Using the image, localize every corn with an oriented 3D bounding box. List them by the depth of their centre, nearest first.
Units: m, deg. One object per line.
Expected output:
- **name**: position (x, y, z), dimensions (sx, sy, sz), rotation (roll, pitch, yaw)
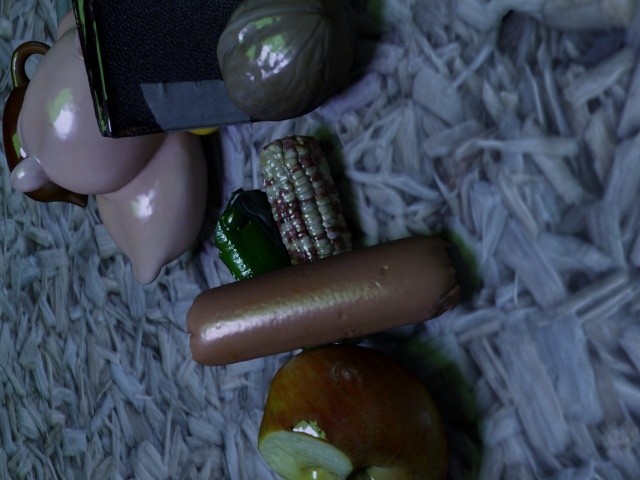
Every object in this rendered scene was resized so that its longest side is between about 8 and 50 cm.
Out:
- **corn**: position (0.000, 0.000, 1.056), dimensions (0.079, 0.080, 0.237), rotation (-30, 78, 48)

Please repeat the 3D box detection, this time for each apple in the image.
- **apple**: position (0.037, 0.190, 0.980), dimensions (0.195, 0.160, 0.173), rotation (46, 164, -25)

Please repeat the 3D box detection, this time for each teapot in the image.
- **teapot**: position (-0.389, -0.166, 1.437), dimensions (0.178, 0.135, 0.252), rotation (-116, 20, -70)

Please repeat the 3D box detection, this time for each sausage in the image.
- **sausage**: position (-0.002, 0.062, 0.979), dimensions (0.289, 0.086, 0.086), rotation (-15, 86, 19)

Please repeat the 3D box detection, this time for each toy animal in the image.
- **toy animal**: position (-0.276, -0.138, 1.214), dimensions (0.277, 0.247, 0.345), rotation (43, 128, 38)

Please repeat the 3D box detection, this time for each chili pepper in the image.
- **chili pepper**: position (-0.038, 0.037, 1.100), dimensions (0.062, 0.108, 0.216), rotation (-30, 89, 45)

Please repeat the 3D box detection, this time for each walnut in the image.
- **walnut**: position (-0.035, -0.196, 1.008), dimensions (0.162, 0.140, 0.140), rotation (-19, 83, 39)

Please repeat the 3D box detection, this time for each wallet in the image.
- **wallet**: position (-0.156, -0.248, 1.072), dimensions (0.071, 0.221, 0.262), rotation (-10, 90, 60)

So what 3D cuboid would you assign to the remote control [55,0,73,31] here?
- **remote control**: position (-0.335, -0.411, 1.365), dimensions (0.128, 0.066, 0.335), rotation (12, 107, 50)
